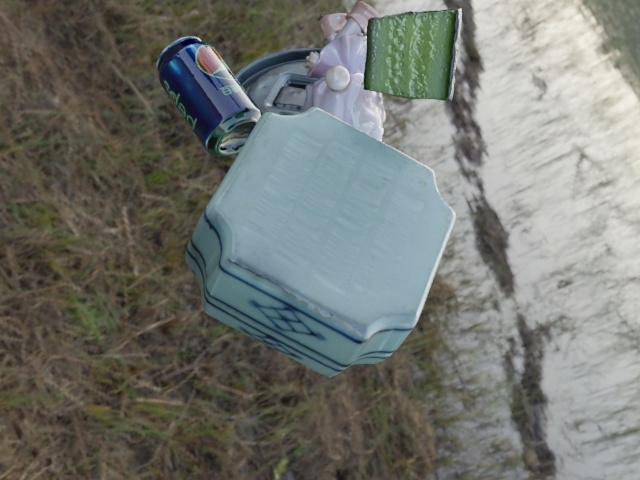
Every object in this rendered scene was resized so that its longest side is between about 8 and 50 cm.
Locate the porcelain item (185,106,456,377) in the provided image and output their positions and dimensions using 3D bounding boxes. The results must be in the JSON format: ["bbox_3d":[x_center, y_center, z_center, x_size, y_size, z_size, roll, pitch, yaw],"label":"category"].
[{"bbox_3d":[0.000,0.000,1.078,0.281,0.157,0.286,26,55,-3],"label":"porcelain item"}]

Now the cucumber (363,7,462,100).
[{"bbox_3d":[0.118,-0.232,1.088,0.062,0.116,0.115,-30,127,-61],"label":"cucumber"}]

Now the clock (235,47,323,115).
[{"bbox_3d":[-0.035,-0.270,1.741,0.061,0.312,0.313,83,9,-46],"label":"clock"}]

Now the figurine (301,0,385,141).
[{"bbox_3d":[0.037,-0.237,1.385,0.200,0.133,0.276,32,58,-64],"label":"figurine"}]

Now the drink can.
[{"bbox_3d":[-0.193,-0.249,1.516,0.205,0.118,0.118,53,27,19],"label":"drink can"}]
